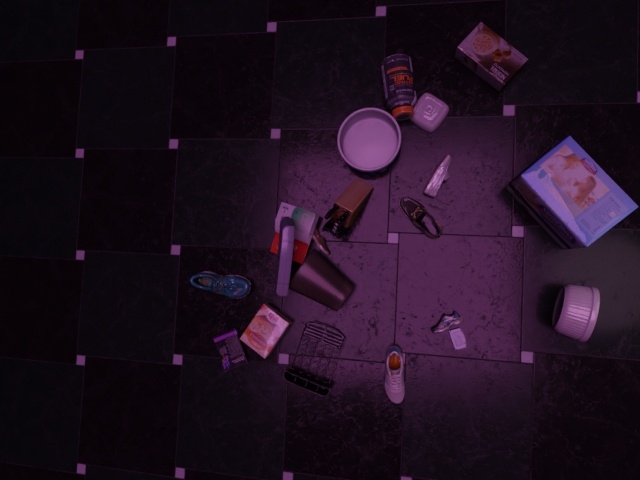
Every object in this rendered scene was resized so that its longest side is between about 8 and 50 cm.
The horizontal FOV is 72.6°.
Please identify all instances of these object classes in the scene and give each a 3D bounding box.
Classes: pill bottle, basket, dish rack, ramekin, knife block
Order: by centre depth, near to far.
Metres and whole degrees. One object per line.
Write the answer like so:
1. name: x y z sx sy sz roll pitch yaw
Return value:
1. ramekin: 0.943 0.262 1.621 0.108 0.207 0.207 15 89 20
2. knife block: 0.106 -0.136 1.770 0.088 0.242 0.276 30 92 10
3. pill bottle: 0.328 -0.630 1.812 0.130 0.130 0.246 -8 82 10
4. basket: 0.011 0.181 1.819 0.226 0.154 0.204 35 94 7
5. dish rack: -0.019 0.490 1.841 0.208 0.074 0.272 19 90 10

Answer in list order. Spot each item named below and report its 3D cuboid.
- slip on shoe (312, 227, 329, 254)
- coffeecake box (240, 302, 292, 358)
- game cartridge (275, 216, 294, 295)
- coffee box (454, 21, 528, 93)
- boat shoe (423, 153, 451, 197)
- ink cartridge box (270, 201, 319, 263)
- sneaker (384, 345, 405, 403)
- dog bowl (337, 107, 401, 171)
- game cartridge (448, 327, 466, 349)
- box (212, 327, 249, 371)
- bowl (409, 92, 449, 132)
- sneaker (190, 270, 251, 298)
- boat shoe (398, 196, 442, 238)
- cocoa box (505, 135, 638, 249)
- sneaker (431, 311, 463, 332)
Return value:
1. slip on shoe: 0.000 0.000 1.881 0.041 0.051 0.135 -40 73 7
2. coffeecake box: -0.234 0.389 1.888 0.142 0.068 0.186 35 92 11
3. game cartridge: -0.149 0.065 1.793 0.062 0.198 0.298 6 104 -5
4. coffee box: 0.691 -0.741 1.774 0.141 0.098 0.246 -46 80 5
5. boat shoe: 0.496 -0.265 1.801 0.063 0.066 0.184 30 90 -3
6. ink cartridge box: -0.123 -0.035 1.882 0.180 0.056 0.225 20 90 25
7. sneaker: 0.298 0.550 1.770 0.087 0.092 0.229 -5 87 8
8. dog bowl: 0.208 -0.414 1.839 0.264 0.104 0.265 -1 87 11
9. game cartridge: 0.560 0.399 1.771 0.055 0.017 0.084 -18 84 12
10. box: -0.397 0.483 1.932 0.115 0.029 0.162 -22 82 9
11. bowl: 0.456 -0.542 1.829 0.142 0.053 0.142 37 94 9
12. sneaker: -0.442 0.198 1.916 0.275 0.110 0.107 6 88 10
13. boat shoe: 0.415 -0.100 1.800 0.081 0.068 0.228 -45 80 5
14. cocoa box: 0.922 -0.168 1.632 0.231 0.228 0.347 -40 81 6
15. sneaker: 0.508 0.333 1.773 0.135 0.052 0.058 -27 72 0
